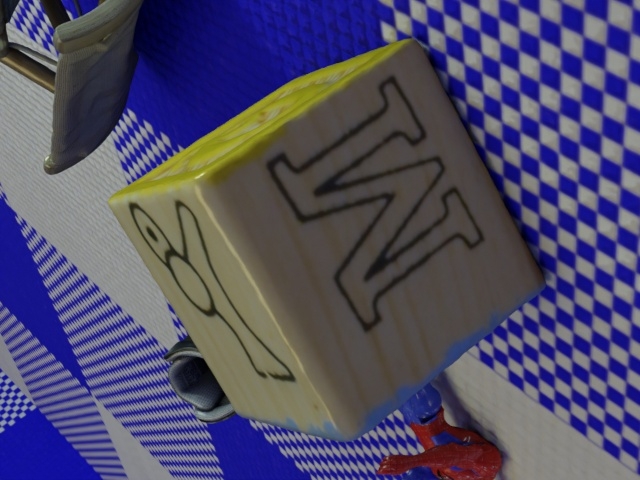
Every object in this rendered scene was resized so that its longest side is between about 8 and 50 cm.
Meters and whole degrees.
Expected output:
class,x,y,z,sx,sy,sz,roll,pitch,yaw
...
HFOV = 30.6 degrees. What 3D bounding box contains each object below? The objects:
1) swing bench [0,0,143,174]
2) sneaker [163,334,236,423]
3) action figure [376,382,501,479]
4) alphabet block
class,x,y,z,sx,sy,sz,roll,pitch,yaw
swing bench,-0.244,-0.232,1.012,0.255,0.165,0.253,47,155,4
sneaker,-0.100,0.098,1.183,0.268,0.153,0.101,6,127,60
action figure,0.053,0.153,1.005,0.280,0.139,0.091,54,158,-5
alphabet block,0.000,0.000,0.821,0.197,0.193,0.192,60,154,-13
